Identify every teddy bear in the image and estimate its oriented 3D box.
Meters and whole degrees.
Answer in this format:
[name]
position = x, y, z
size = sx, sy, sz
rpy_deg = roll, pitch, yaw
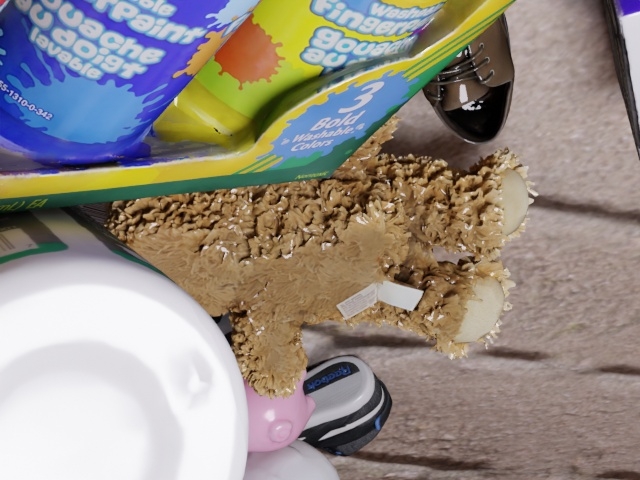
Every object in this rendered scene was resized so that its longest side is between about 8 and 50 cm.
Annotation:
[teddy bear]
position = 0.000, 0.000, 1.138
size = 0.338, 0.113, 0.245
rpy_deg = -12, 126, -8

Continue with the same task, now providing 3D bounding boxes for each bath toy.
[bath toy]
position = -0.088, 0.140, 1.306
size = 0.151, 0.129, 0.348
rpy_deg = 8, 131, 34

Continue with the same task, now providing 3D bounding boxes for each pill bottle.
[pill bottle]
position = -0.194, 0.070, 0.921
size = 0.204, 0.204, 0.361
rpy_deg = 9, -171, -24

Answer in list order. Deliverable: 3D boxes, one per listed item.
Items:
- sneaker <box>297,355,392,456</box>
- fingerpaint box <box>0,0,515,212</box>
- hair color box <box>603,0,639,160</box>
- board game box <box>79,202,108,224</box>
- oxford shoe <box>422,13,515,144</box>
[sneaker]
position = -0.030, 0.195, 1.557
size = 0.217, 0.079, 0.121
rpy_deg = -17, 145, 14
[fingerpaint box]
position = -0.080, -0.168, 0.746
size = 0.445, 0.163, 0.371
rpy_deg = -8, 156, -43
[hair color box]
position = 0.362, -0.174, 1.016
size = 0.339, 0.110, 0.185
rpy_deg = -14, 149, 9
[board game box]
position = -0.345, 0.009, 1.142
size = 0.318, 0.066, 0.319
rpy_deg = 16, 127, -32
[oxford shoe]
position = 0.093, -0.143, 1.024
size = 0.083, 0.096, 0.227
rpy_deg = -14, 146, 15
